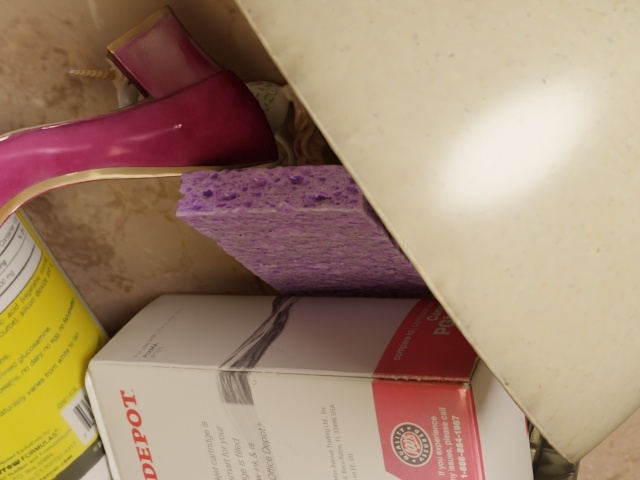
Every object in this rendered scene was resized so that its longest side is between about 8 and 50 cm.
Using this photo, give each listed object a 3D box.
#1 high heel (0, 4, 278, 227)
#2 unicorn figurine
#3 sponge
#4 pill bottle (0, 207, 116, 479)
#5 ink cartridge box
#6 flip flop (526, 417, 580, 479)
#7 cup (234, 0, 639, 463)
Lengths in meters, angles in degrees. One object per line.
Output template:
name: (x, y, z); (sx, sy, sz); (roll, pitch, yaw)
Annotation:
high heel: (-0.147, -0.027, 0.680); (0.244, 0.082, 0.117); (-40, 97, -9)
unicorn figurine: (-0.075, -0.080, 0.750); (0.162, 0.060, 0.111); (-7, 117, -1)
sponge: (0.000, 0.000, 0.728); (0.117, 0.031, 0.210); (-2, 163, 17)
pill bottle: (-0.282, 0.047, 0.802); (0.188, 0.188, 0.334); (-14, 122, 22)
ink cartridge box: (-0.002, 0.150, 0.795); (0.283, 0.117, 0.207); (1, 116, 25)
flip flop: (0.149, 0.121, 0.843); (0.112, 0.080, 0.277); (13, 113, 10)
cup: (0.127, -0.091, 0.559); (0.237, 0.331, 0.331); (-35, 115, 7)
